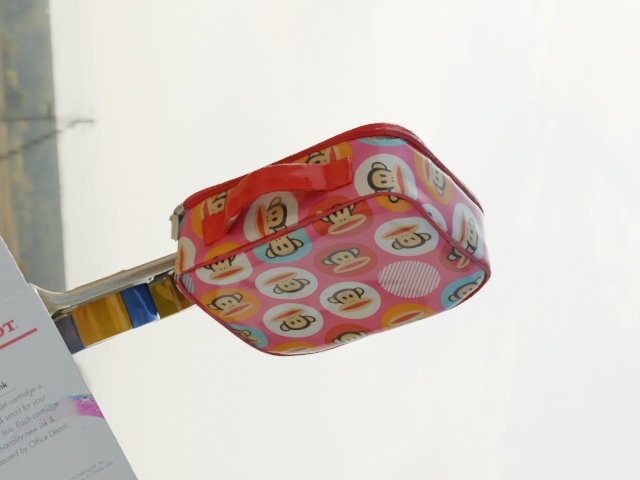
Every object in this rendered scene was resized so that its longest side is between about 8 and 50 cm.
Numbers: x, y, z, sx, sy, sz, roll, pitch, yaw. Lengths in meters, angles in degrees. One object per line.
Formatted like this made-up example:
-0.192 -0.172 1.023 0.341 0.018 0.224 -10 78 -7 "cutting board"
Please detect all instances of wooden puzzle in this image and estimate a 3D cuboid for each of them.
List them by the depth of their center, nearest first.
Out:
-0.206 0.066 1.723 0.322 0.347 0.080 -23 -97 64 "wooden puzzle"

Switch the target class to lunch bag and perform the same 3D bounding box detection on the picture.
0.000 0.000 1.479 0.258 0.293 0.120 39 39 -47 "lunch bag"

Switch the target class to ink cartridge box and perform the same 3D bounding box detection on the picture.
-0.324 0.185 1.388 0.353 0.207 0.119 62 -29 0 "ink cartridge box"
